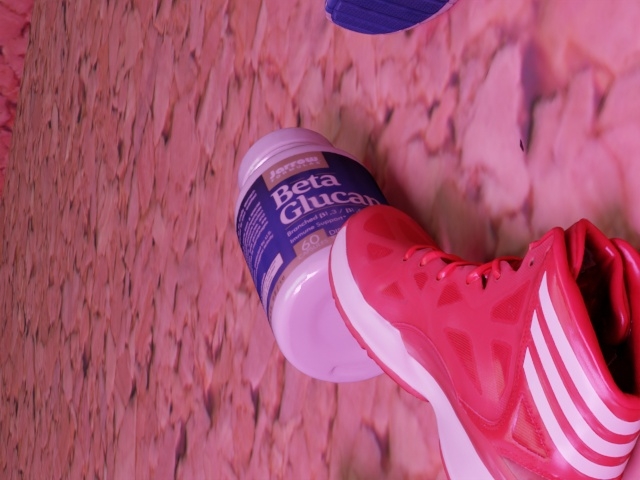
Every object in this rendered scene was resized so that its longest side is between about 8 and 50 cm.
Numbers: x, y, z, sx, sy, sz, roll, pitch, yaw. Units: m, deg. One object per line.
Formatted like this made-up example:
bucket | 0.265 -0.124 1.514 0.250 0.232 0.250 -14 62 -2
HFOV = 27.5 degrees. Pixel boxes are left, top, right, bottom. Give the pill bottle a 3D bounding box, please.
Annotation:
pill bottle | 0.000 0.000 0.788 0.169 0.094 0.094 -116 36 -54

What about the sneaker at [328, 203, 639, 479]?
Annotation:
sneaker | 0.086 0.023 0.597 0.221 0.087 0.128 56 130 42

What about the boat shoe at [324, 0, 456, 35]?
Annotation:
boat shoe | 0.061 -0.179 0.723 0.183 0.066 0.066 -37 46 51
